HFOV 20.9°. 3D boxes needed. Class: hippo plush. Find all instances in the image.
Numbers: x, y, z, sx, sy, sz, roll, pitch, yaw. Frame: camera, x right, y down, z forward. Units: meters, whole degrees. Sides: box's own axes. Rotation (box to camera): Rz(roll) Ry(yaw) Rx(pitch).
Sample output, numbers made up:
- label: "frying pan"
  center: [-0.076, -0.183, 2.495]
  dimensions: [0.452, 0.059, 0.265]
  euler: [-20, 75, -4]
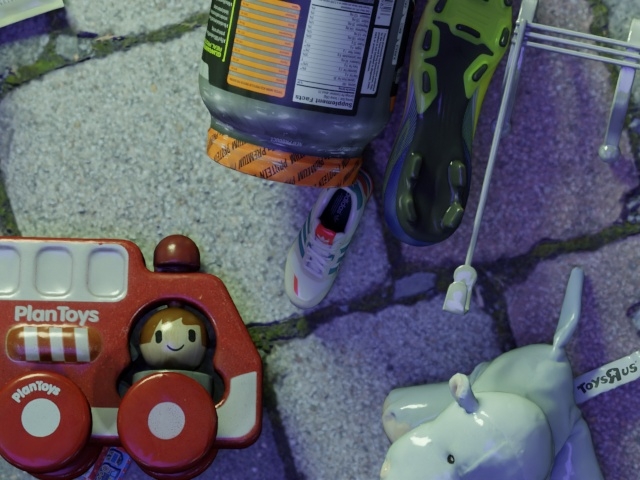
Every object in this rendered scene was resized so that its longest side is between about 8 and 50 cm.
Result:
- label: "hippo plush"
  center: [0.185, 0.219, 1.672]
  dimensions: [0.294, 0.236, 0.234]
  euler: [-34, 92, 17]

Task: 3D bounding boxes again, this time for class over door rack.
- label: "over door rack"
  center: [0.266, -0.052, 1.650]
  dimensions: [0.240, 0.108, 0.324]
  euler: [13, 81, 10]

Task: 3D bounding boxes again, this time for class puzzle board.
- label: "puzzle board"
  center: [-0.241, 0.203, 1.873]
  dimensions: [0.096, 0.011, 0.128]
  euler: [27, 109, -2]

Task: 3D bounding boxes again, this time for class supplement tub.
- label: "supplement tub"
  center: [-0.008, -0.220, 1.652]
  dimensions: [0.194, 0.193, 0.316]
  euler: [15, 104, 10]

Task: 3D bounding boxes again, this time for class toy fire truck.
- label: "toy fire truck"
  center: [-0.210, 0.116, 1.775]
  dimensions: [0.302, 0.169, 0.253]
  euler: [0, 79, -1]

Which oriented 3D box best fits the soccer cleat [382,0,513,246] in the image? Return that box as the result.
- label: "soccer cleat"
  center: [0.115, -0.136, 1.691]
  dimensions: [0.093, 0.121, 0.289]
  euler: [13, 87, -12]

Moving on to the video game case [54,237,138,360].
- label: "video game case"
  center: [-0.296, 0.097, 1.866]
  dimensions: [0.143, 0.019, 0.157]
  euler: [-32, 98, 17]

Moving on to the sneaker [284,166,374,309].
- label: "sneaker"
  center: [0.000, 0.000, 1.755]
  dimensions: [0.057, 0.075, 0.161]
  euler: [28, 105, 6]

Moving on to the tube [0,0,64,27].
- label: "tube"
  center: [-0.343, -0.341, 1.777]
  dimensions: [0.070, 0.062, 0.240]
  euler: [1, 113, 58]
